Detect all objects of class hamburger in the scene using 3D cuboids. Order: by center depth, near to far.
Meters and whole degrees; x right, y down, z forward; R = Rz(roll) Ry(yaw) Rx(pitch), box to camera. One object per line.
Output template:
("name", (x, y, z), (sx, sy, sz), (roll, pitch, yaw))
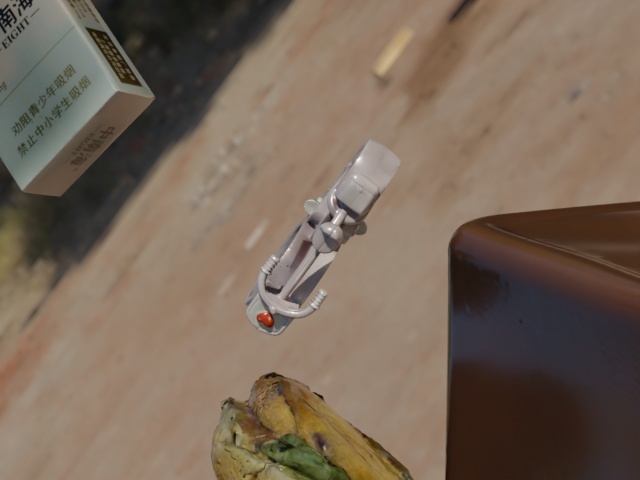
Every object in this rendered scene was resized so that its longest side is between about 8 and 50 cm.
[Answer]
("hamburger", (-0.009, 0.146, 1.112), (0.087, 0.176, 0.102), (-51, -20, 10))

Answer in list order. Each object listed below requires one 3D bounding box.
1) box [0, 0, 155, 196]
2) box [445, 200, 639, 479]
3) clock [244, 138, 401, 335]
("box", (-0.287, -0.184, 1.923), (0.155, 0.243, 0.067), (-42, -23, 20))
("box", (0.214, 0.111, 0.970), (0.339, 0.239, 0.229), (-158, 64, -69))
("clock", (0.000, 0.000, 1.133), (0.129, 0.041, 0.087), (-52, 5, 22))
